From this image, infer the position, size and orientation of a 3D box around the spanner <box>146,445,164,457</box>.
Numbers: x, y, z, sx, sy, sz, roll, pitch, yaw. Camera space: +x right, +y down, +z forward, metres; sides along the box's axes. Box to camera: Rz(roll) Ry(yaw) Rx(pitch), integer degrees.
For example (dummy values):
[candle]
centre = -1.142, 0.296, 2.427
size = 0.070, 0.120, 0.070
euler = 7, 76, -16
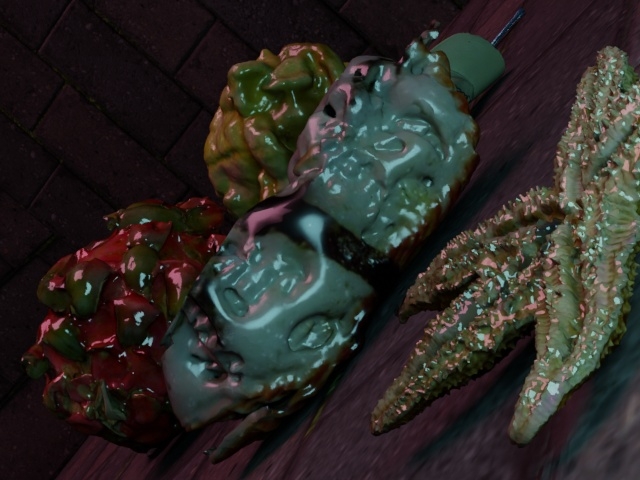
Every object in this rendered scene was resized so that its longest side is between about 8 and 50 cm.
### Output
[spanner]
centre = -0.114, 0.144, 1.376
size = 0.302, 0.017, 0.071
euler = -50, 5, -10

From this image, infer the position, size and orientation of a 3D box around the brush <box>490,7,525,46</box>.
[brush]
centre = 0.212, -0.242, 1.479
size = 0.164, 0.014, 0.051
euler = -48, 6, 5

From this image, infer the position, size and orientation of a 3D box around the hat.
[hat]
centre = 0.124, -0.133, 1.167
size = 0.166, 0.081, 0.122
euler = -35, -36, -3

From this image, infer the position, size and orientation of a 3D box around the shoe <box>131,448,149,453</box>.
[shoe]
centre = -0.208, 0.180, 1.458
size = 0.137, 0.114, 0.291
euler = -43, 2, 11

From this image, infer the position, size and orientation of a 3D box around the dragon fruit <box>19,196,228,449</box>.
[dragon fruit]
centre = -0.187, 0.083, 1.236
size = 0.303, 0.231, 0.237
euler = -53, 1, -32

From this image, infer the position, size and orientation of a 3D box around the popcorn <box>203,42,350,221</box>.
[popcorn]
centre = -0.020, -0.102, 1.297
size = 0.259, 0.212, 0.259
euler = -10, -14, -3

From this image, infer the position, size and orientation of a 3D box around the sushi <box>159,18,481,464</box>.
[sushi]
centre = 0.000, 0.000, 0.788
size = 0.332, 0.130, 0.124
euler = -51, 5, -12

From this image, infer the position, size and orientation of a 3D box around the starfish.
[starfish]
centre = 0.095, 0.000, 0.443
size = 0.227, 0.043, 0.240
euler = -49, 8, 34
